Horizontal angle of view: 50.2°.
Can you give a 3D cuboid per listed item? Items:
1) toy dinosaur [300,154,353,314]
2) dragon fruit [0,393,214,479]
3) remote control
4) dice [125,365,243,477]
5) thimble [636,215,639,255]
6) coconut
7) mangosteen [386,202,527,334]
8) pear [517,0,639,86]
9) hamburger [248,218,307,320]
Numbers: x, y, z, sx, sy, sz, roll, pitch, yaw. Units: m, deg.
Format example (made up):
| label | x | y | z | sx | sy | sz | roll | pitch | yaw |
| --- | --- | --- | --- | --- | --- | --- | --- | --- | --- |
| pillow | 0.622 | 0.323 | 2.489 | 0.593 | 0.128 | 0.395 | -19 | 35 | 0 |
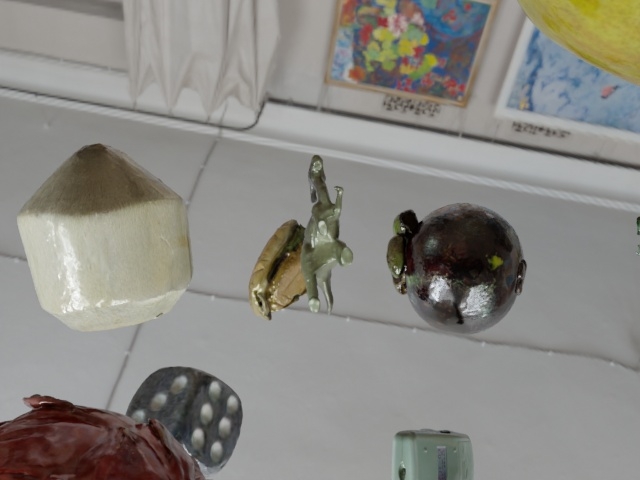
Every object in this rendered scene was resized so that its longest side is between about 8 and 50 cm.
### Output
| label | x | y | z | sx | sy | sz | roll | pitch | yaw |
| --- | --- | --- | --- | --- | --- | --- | --- | --- | --- |
| toy dinosaur | 0.008 | -0.001 | 1.210 | 0.077 | 0.294 | 0.162 | 6 | -173 | -9 |
| dragon fruit | -0.184 | 0.243 | 0.529 | 0.252 | 0.241 | 0.241 | 23 | -157 | -48 |
| remote control | 0.213 | 0.419 | 1.259 | 0.056 | 0.296 | 0.140 | -6 | -107 | 32 |
| dice | -0.283 | 0.377 | 1.418 | 0.183 | 0.181 | 0.182 | -8 | -131 | 34 |
| thimble | 0.494 | 0.018 | 0.805 | 0.219 | 0.218 | 0.150 | -16 | -175 | -27 |
| coconut | -0.312 | -0.010 | 1.009 | 0.238 | 0.265 | 0.237 | -11 | -170 | 2 |
| mangosteen | 0.274 | 0.053 | 1.403 | 0.288 | 0.288 | 0.288 | 6 | -139 | -5 |
| pear | 0.210 | -0.181 | 0.394 | 0.200 | 0.200 | 0.200 | 6 | -139 | -5 |
| hamburger | -0.100 | 0.065 | 1.543 | 0.135 | 0.155 | 0.208 | 23 | -123 | 43 |
